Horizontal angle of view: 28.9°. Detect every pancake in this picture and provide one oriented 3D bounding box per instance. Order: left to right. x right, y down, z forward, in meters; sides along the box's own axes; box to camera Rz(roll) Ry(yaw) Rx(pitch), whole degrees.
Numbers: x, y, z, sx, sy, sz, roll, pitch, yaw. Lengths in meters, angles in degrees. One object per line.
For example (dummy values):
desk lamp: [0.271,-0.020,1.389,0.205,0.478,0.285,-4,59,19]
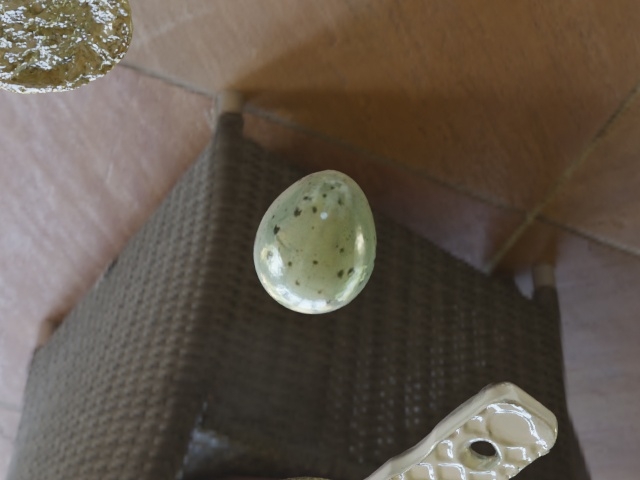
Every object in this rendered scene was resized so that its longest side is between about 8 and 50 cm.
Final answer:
pancake: [-0.218,-0.172,0.952,0.151,0.025,0.152,-6,140,-5]

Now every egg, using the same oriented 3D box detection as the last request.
egg: [0.000,0.000,1.294,0.131,0.131,0.164,17,126,-14]

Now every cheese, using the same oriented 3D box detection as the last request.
cheese: [0.010,0.138,0.557,0.127,0.054,0.251,35,125,-13]
